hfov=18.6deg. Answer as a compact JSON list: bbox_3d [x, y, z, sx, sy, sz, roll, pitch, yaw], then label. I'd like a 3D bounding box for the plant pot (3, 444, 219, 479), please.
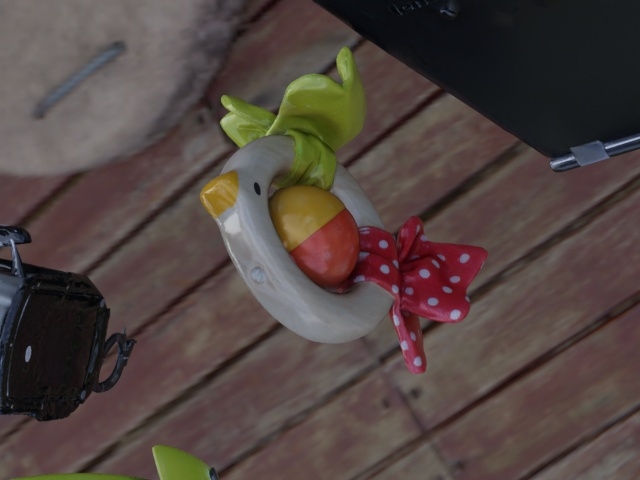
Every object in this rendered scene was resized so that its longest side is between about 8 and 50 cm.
[{"bbox_3d":[-0.136,0.288,1.388,0.207,0.228,0.227,-20,56,-1],"label":"plant pot"}]

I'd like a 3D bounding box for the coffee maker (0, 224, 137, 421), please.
[{"bbox_3d":[-0.249,0.062,1.344,0.178,0.171,0.120,13,67,23],"label":"coffee maker"}]

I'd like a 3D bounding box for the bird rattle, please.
[{"bbox_3d":[0.000,0.000,1.445,0.143,0.207,0.253,-21,99,35],"label":"bird rattle"}]

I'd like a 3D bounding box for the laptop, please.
[{"bbox_3d":[0.284,-0.213,1.395,0.382,0.408,0.236,-16,109,46],"label":"laptop"}]
